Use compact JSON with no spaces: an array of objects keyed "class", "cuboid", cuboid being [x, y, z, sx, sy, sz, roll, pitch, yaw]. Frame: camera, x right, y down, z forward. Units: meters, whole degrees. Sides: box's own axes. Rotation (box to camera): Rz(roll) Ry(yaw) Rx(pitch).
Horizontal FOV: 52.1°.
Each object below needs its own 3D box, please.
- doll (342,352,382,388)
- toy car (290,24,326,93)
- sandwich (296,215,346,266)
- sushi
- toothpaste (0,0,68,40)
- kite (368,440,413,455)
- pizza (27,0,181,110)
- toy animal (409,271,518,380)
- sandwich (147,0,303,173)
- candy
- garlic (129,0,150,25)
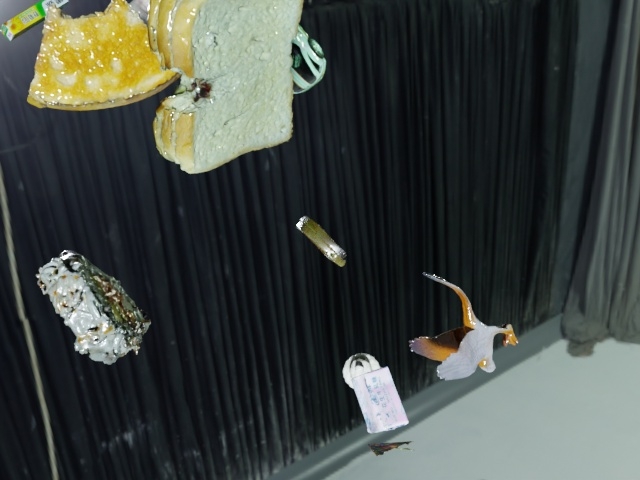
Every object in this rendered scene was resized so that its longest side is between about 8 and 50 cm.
[{"class":"doll","cuboid":[0.149,0.439,2.109,0.138,0.293,0.119,19,74,19]},{"class":"toy car","cuboid":[-0.118,-0.469,1.524,0.136,0.306,0.125,-30,21,26]},{"class":"sandwich","cuboid":[0.002,0.001,0.979,0.026,0.101,0.069,-42,-10,-7]},{"class":"sushi","cuboid":[-0.709,0.209,2.043,0.176,0.417,0.417,-41,31,-4]},{"class":"toothpaste","cuboid":[-0.698,-0.551,1.602,0.043,0.037,0.178,-20,25,53]},{"class":"kite","cuboid":[0.204,0.606,1.912,0.159,0.010,0.190,-9,-6,42]},{"class":"pizza","cuboid":[-0.456,-0.382,1.351,0.323,0.223,0.089,-18,3,-21]},{"class":"toy animal","cuboid":[0.431,0.244,1.933,0.302,0.284,0.225,4,5,-12]},{"class":"sandwich","cuboid":[-0.138,-0.251,0.957,0.095,0.273,0.249,28,38,29]},{"class":"candy","cuboid":[0.150,0.413,1.688,0.092,0.160,0.073,-6,-23,-38]},{"class":"garlic","cuboid":[-0.444,-0.635,1.958,0.253,0.245,0.245,40,34,3]}]
